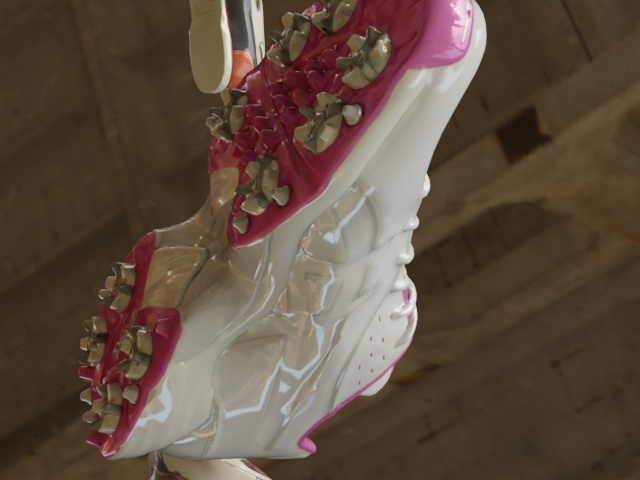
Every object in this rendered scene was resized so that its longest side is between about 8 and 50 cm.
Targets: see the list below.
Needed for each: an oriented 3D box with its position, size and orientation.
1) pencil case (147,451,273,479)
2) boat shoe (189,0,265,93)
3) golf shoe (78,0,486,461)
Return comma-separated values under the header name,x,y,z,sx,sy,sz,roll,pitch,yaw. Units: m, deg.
name,x,y,z,sx,sy,sz,roll,pitch,yaw
pencil case,-0.133,0.389,1.241,0.160,0.183,0.410,11,-110,16
boat shoe,-0.056,-0.159,0.891,0.049,0.043,0.137,-1,-88,47
golf shoe,0.000,0.000,0.674,0.306,0.140,0.115,-51,-147,35
